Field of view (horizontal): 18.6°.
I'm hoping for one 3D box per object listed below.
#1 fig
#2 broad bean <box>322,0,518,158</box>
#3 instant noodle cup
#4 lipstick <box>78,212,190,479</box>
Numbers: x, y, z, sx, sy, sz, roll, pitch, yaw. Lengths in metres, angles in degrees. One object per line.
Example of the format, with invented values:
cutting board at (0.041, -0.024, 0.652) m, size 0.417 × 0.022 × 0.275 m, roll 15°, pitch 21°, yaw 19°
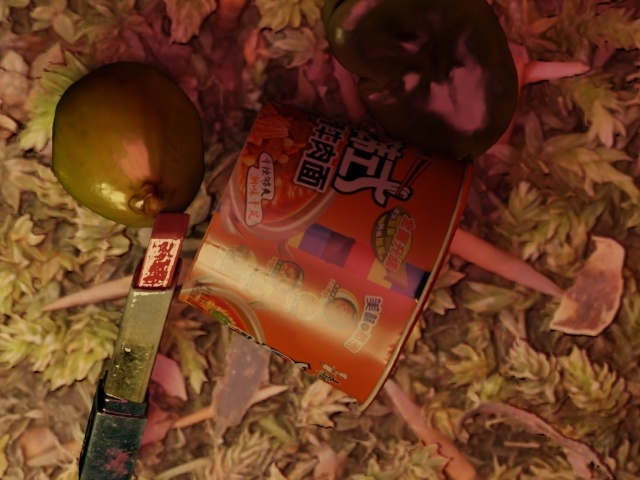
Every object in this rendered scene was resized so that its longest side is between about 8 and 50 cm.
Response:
fig at (-0.169, -0.083, 1.740) m, size 0.153 × 0.121 × 0.136 m, roll 45°, pitch 103°, yaw 8°
broad bean at (0.094, -0.168, 1.775) m, size 0.207 × 0.072 × 0.153 m, roll 36°, pitch 101°, yaw -26°
instant noodle cup at (0.000, 0.000, 1.727) m, size 0.192 × 0.250 × 0.250 m, roll 24°, pitch 102°, yaw -2°
lipstick at (-0.168, 0.102, 1.763) m, size 0.051 × 0.051 × 0.312 m, roll 11°, pitch 127°, yaw -9°
